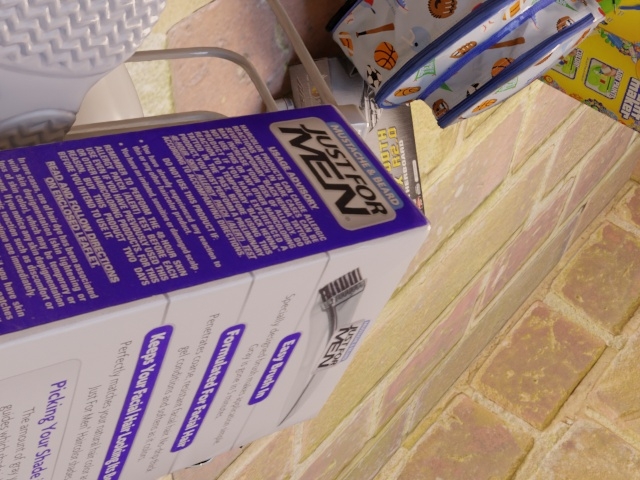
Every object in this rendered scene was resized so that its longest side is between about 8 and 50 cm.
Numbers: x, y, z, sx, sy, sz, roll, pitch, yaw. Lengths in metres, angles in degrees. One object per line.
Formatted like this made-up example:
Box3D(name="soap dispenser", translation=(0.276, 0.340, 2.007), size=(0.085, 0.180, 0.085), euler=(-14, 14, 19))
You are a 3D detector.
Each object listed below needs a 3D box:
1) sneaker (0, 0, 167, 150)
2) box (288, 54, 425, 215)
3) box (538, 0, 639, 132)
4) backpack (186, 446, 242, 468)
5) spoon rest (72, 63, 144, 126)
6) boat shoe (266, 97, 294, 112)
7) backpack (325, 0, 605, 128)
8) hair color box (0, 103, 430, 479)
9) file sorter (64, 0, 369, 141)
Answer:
Box3D(name="sneaker", translation=(-0.242, -0.090, 0.445), size=(0.366, 0.210, 0.137), euler=(-46, 151, 9))
Box3D(name="box", translation=(0.050, -0.103, 1.062), size=(0.183, 0.056, 0.231), euler=(-20, 104, -56))
Box3D(name="box", translation=(0.479, -0.376, 1.419), size=(0.290, 0.279, 0.177), euler=(-46, 156, -21))
Box3D(name="backpack", translation=(-0.153, 0.111, 0.917), size=(0.225, 0.191, 0.253), euler=(-56, 165, -5))
Box3D(name="spoon rest", translation=(-0.180, -0.122, 0.716), size=(0.137, 0.084, 0.276), euler=(-30, 160, -45))
Box3D(name="boat shoe", translation=(-0.055, -0.118, 1.018), size=(0.035, 0.035, 0.100), euler=(-11, 141, -23))
Box3D(name="backpack", translation=(0.151, -0.241, 0.963), size=(0.263, 0.213, 0.276), euler=(-22, 165, -41))
Box3D(name="hair color box", translation=(-0.129, 0.050, 0.435), size=(0.339, 0.110, 0.185), euler=(-12, 145, -35))
Box3D(name="file sorter", translation=(-0.117, -0.029, 0.636), size=(0.193, 0.173, 0.277), euler=(-10, 144, -23))
